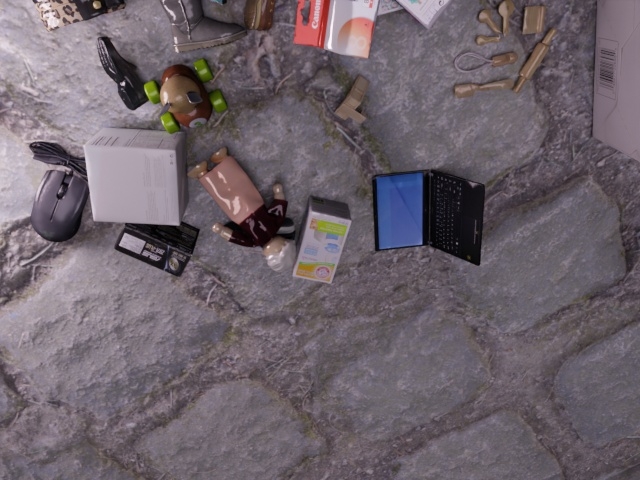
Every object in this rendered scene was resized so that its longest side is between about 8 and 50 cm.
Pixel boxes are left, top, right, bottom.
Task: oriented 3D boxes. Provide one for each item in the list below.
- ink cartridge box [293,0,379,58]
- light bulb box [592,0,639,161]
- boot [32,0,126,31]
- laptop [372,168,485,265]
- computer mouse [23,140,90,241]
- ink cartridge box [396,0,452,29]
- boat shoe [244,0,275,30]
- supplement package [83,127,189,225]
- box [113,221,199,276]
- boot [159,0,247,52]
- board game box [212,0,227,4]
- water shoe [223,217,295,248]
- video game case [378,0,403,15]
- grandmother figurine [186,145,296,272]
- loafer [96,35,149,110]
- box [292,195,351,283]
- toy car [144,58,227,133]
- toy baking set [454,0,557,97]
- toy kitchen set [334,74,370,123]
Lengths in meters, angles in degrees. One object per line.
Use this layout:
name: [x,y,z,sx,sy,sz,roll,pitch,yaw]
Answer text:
ink cartridge box: [0.035,-0.498,1.185,0.179,0.045,0.146,7,120,-4]
light bulb box: [0.851,-0.406,1.195,0.360,0.225,0.358,-12,118,2]
boot: [-0.466,-0.603,1.050,0.377,0.138,0.284,-14,117,8]
laptop: [0.280,-0.053,1.397,0.136,0.264,0.234,-26,125,-32]
computer mouse: [-0.671,-0.101,1.345,0.188,0.072,0.272,18,116,-14]
ink cartridge box: [0.173,-0.619,1.105,0.311,0.065,0.186,32,112,-21]
boat shoe: [-0.119,-0.548,1.153,0.060,0.064,0.178,-6,125,-36]
supplement package: [-0.436,-0.157,1.286,0.203,0.149,0.194,3,118,-5]
box: [-0.419,-0.005,1.372,0.180,0.147,0.078,26,114,-17]
boot: [-0.270,-0.527,1.149,0.189,0.076,0.209,-9,112,1]
board game box: [-0.268,-0.563,1.058,0.186,0.026,0.126,20,125,6]
water shoe: [-0.168,-0.009,1.429,0.203,0.073,0.080,-4,121,-1]
video game case: [0.179,-0.589,1.168,0.157,0.019,0.143,-14,119,4]
grandmother figurine: [-0.172,-0.069,1.336,0.207,0.104,0.342,-35,99,-5]
loafer: [-0.453,-0.389,1.220,0.061,0.062,0.170,-39,126,-28]
box: [0.000,0.000,1.427,0.114,0.103,0.203,12,117,-10]
toy car: [-0.303,-0.308,1.183,0.155,0.188,0.149,-24,117,2]
toy baking set: [0.432,-0.444,1.261,0.196,0.030,0.256,19,115,-10]
toy kitchen set: [0.091,-0.337,1.292,0.068,0.075,0.083,30,152,-15]
